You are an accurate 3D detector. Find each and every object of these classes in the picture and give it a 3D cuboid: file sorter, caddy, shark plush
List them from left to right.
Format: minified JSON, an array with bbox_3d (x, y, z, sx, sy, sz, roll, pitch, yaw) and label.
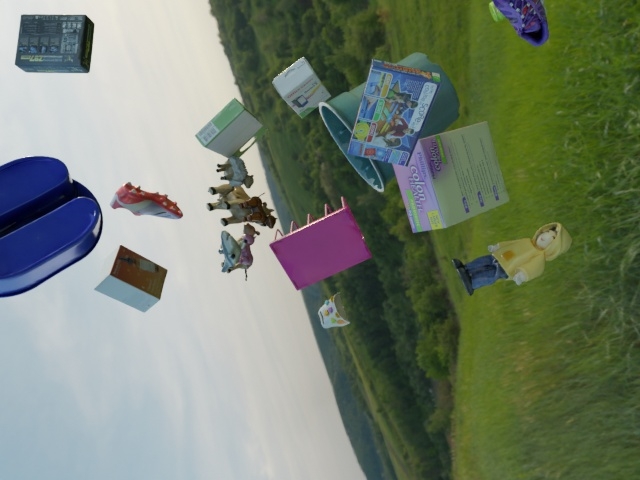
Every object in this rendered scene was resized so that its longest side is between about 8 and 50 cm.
[{"bbox_3d":[-0.656,-0.028,0.980,0.241,0.341,0.179,54,147,-5],"label":"caddy"},{"bbox_3d":[-0.254,0.034,1.239,0.073,0.067,0.161,-59,-4,-30],"label":"shark plush"},{"bbox_3d":[0.000,0.000,1.574,0.202,0.291,0.182,61,-169,-22],"label":"file sorter"}]

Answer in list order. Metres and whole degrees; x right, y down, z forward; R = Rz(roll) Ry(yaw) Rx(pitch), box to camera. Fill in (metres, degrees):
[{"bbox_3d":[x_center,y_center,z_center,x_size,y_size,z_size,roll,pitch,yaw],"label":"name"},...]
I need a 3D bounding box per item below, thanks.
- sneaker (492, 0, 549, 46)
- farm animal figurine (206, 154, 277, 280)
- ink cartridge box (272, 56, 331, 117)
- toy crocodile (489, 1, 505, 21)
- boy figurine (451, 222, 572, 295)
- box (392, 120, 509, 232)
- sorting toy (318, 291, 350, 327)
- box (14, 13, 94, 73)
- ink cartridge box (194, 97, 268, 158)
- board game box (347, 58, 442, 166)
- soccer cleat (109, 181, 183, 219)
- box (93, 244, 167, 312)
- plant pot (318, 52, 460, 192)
[{"bbox_3d":[0.314,-0.361,0.683,0.170,0.068,0.071,15,-124,-40],"label":"sneaker"},{"bbox_3d":[-0.260,-0.078,1.528,0.326,0.172,0.330,56,136,21],"label":"farm animal figurine"},{"bbox_3d":[-0.070,-0.593,1.739,0.093,0.154,0.212,59,-168,17],"label":"ink cartridge box"},{"bbox_3d":[0.579,-0.747,1.350,0.105,0.115,0.340,62,-157,-14],"label":"toy crocodile"},{"bbox_3d":[0.489,0.048,1.116,0.092,0.285,0.177,59,-163,-23],"label":"boy figurine"},{"bbox_3d":[0.324,-0.158,1.108,0.117,0.243,0.213,-10,99,60],"label":"box"},{"bbox_3d":[0.025,0.184,1.118,0.045,0.075,0.083,9,-128,-43],"label":"sorting toy"},{"bbox_3d":[-0.890,-0.659,1.488,0.059,0.233,0.183,61,-150,-82],"label":"box"},{"bbox_3d":[-0.278,-0.348,1.427,0.056,0.171,0.235,49,-172,7],"label":"ink cartridge box"},{"bbox_3d":[0.143,-0.249,0.893,0.201,0.136,0.035,106,174,-47],"label":"board game box"},{"bbox_3d":[-0.550,-0.109,1.422,0.083,0.095,0.248,54,-167,27],"label":"soccer cleat"},{"bbox_3d":[-0.577,0.118,1.362,0.170,0.091,0.130,36,-149,-33],"label":"box"},{"bbox_3d":[0.228,-0.384,1.397,0.341,0.334,0.341,54,179,1],"label":"plant pot"}]
